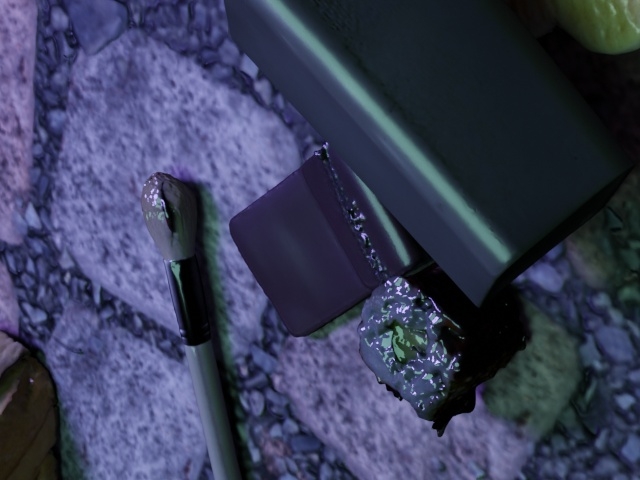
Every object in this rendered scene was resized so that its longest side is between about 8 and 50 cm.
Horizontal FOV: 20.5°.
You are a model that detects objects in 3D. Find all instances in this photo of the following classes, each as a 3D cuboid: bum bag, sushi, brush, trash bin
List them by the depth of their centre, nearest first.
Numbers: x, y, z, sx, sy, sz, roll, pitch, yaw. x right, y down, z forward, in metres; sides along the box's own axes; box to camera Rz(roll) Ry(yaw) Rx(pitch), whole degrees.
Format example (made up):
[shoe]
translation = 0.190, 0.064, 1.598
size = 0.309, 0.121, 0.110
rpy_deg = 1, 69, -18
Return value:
[trash bin]
translation = 0.062, -0.091, 1.053
size = 0.240, 0.122, 0.164
rpy_deg = 50, 174, 9
[sushi]
translation = 0.077, 0.065, 1.175
size = 0.094, 0.084, 0.098
rpy_deg = 47, 129, 19
[bum bag]
translation = 0.000, 0.000, 1.252
size = 0.159, 0.026, 0.109
rpy_deg = -36, 85, 44
[brush]
translation = -0.092, 0.089, 1.364
size = 0.042, 0.039, 0.299
rpy_deg = 2, 111, 39

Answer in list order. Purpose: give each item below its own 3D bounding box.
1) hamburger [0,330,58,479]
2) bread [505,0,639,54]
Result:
[hamburger]
translation = -0.346, 0.247, 1.538
size = 0.162, 0.209, 0.330
rpy_deg = 26, 122, 30
[bread]
translation = 0.157, -0.230, 1.005
size = 0.182, 0.039, 0.250
rpy_deg = 9, 114, 38
